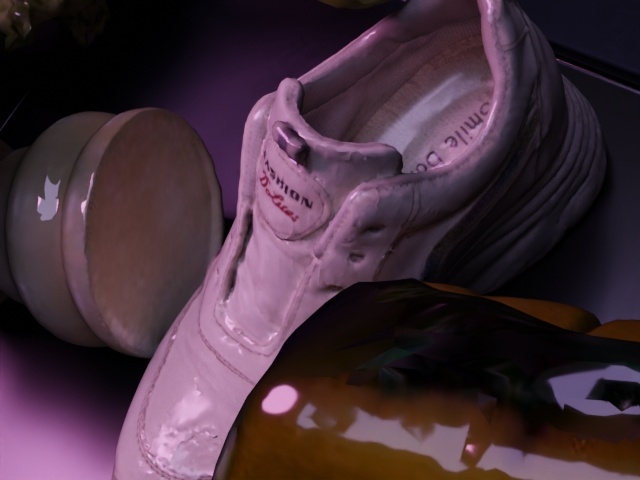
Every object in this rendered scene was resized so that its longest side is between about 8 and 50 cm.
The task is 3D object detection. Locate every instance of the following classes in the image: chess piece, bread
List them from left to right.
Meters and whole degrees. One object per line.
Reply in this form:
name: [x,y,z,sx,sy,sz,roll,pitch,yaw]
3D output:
chess piece: [-0.200,-0.008,0.852,0.251,0.144,0.144,2,66,27]
bread: [0.135,0.148,0.592,0.376,0.208,0.251,9,108,19]

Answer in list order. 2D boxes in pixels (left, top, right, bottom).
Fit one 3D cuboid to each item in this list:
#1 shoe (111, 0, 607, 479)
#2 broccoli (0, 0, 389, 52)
shoe: [0.000,0.000,0.726,0.342,0.210,0.132,-45,60,-6]
broccoli: [-0.045,-0.290,0.809,0.397,0.274,0.353,4,95,59]
